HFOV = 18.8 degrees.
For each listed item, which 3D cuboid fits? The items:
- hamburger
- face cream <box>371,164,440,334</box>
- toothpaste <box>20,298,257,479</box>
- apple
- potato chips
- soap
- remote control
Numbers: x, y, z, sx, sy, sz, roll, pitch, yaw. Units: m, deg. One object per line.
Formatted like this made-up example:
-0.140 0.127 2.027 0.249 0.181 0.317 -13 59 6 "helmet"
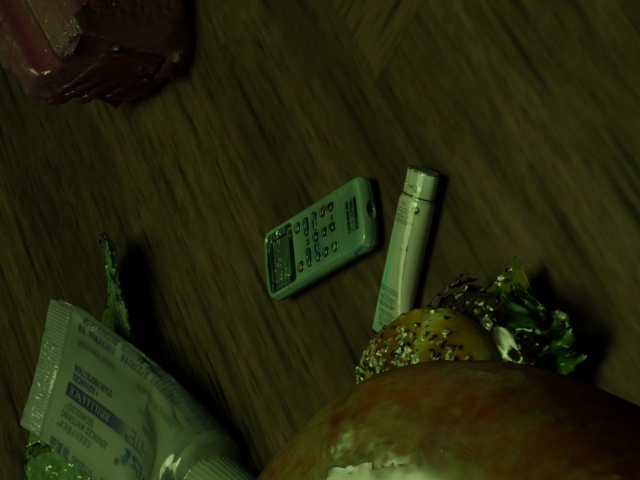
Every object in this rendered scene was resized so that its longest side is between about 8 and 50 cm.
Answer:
0.077 0.100 1.090 0.189 0.093 0.164 -61 39 29 "hamburger"
0.053 0.010 1.206 0.038 0.020 0.115 29 111 54 "face cream"
-0.129 0.140 1.399 0.282 0.068 0.099 28 78 43 "toothpaste"
0.100 0.214 0.911 0.301 0.301 0.301 -12 75 56 "apple"
-0.167 0.113 1.499 0.167 0.059 0.228 32 107 47 "potato chips"
-0.194 -0.223 1.537 0.289 0.112 0.182 58 132 43 "soap"
0.000 0.000 1.291 0.124 0.018 0.053 -30 60 52 "remote control"
